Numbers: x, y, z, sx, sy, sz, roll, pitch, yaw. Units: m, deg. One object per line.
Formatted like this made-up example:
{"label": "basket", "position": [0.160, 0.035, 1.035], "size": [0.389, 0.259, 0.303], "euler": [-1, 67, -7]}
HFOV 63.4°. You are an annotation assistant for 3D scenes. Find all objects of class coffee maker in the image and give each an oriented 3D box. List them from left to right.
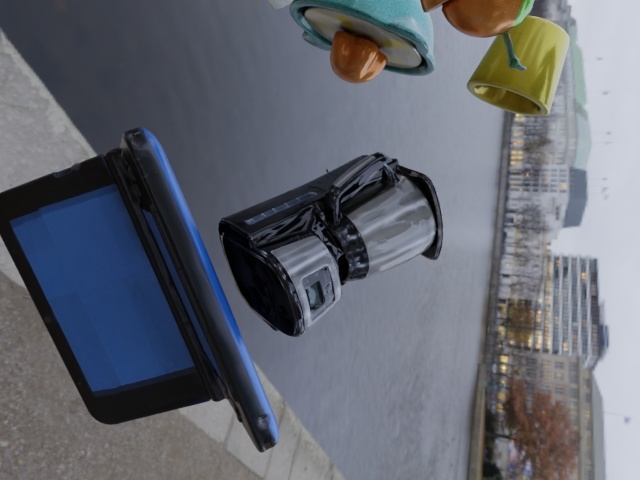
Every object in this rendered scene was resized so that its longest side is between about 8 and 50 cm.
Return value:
{"label": "coffee maker", "position": [0.000, 0.000, 0.502], "size": [0.178, 0.171, 0.120], "euler": [-27, 100, -25]}

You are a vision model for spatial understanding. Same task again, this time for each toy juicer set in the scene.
{"label": "toy juicer set", "position": [0.020, -0.185, 0.417], "size": [0.209, 0.329, 0.089], "euler": [10, 105, -61]}

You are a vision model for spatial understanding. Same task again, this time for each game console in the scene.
{"label": "game console", "position": [-0.192, 0.067, 0.496], "size": [0.250, 0.173, 0.293], "euler": [12, -55, 68]}
